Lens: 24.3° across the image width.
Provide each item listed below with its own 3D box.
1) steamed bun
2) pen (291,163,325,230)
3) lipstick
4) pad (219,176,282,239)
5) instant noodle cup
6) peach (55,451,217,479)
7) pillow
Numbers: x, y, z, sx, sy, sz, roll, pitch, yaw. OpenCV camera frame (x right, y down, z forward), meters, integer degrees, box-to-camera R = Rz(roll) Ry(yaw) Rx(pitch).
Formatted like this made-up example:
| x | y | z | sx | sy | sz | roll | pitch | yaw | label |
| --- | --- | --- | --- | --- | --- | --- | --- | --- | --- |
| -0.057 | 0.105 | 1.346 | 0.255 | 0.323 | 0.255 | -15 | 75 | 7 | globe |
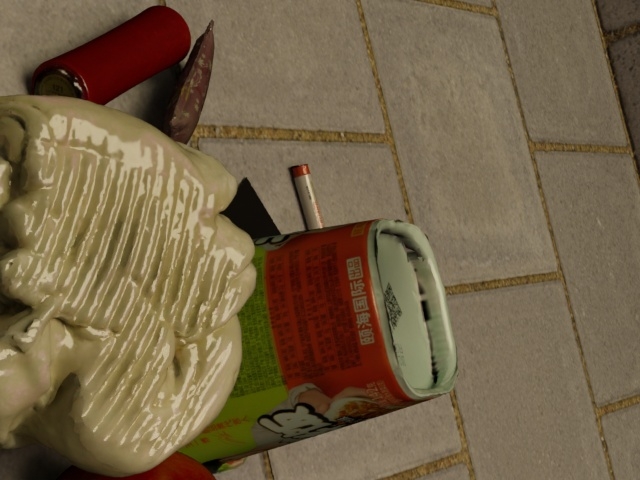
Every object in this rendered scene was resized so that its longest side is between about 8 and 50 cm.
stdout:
| x | y | z | sx | sy | sz | roll | pitch | yaw | label |
| --- | --- | --- | --- | --- | --- | --- | --- | --- | --- |
| -0.249 | 0.049 | 1.448 | 0.352 | 0.247 | 0.339 | 19 | 75 | -37 | steamed bun |
| 0.000 | 0.000 | 2.038 | 0.026 | 0.026 | 0.218 | -14 | 88 | -57 | pen |
| -0.239 | -0.206 | 1.723 | 0.241 | 0.080 | 0.080 | -42 | 111 | -54 | lipstick |
| -0.068 | 0.056 | 1.932 | 0.243 | 0.004 | 0.163 | 59 | 36 | -21 | pad |
| -0.029 | 0.105 | 1.653 | 0.294 | 0.308 | 0.294 | 48 | 35 | -49 | instant noodle cup |
| -0.195 | 0.300 | 1.520 | 0.190 | 0.226 | 0.196 | 31 | 81 | -6 | peach |
| -0.160 | -0.175 | 1.812 | 0.043 | 0.118 | 0.185 | 19 | 54 | -3 | pillow |
